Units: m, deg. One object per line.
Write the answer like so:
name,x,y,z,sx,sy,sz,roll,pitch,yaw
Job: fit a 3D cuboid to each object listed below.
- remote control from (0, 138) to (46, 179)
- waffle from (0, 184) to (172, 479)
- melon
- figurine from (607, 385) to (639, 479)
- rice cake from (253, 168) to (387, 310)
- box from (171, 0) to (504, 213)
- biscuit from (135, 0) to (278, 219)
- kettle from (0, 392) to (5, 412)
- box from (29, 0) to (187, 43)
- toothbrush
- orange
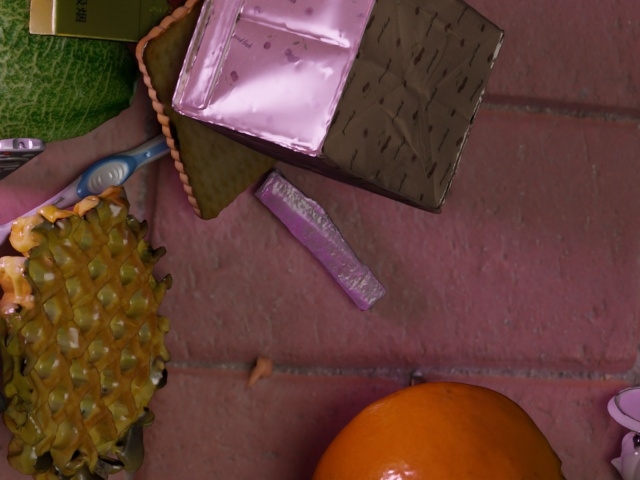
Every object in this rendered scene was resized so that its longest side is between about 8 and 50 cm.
remote control,-0.318,-0.083,1.644,0.050,0.184,0.027,-3,85,-25
waffle,-0.244,0.109,1.691,0.329,0.062,0.329,4,90,-65
melon,-0.320,-0.187,1.661,0.324,0.124,0.196,12,97,-25
figurine,0.415,0.276,2.080,0.132,0.132,0.153,-6,113,-24
rice cake,0.000,0.000,1.883,0.047,0.036,0.206,-44,113,-9
box,0.026,-0.179,1.718,0.297,0.190,0.225,20,89,-59
biscuit,-0.104,-0.157,1.754,0.172,0.029,0.254,-42,139,-25
kettle,-0.454,0.119,1.509,0.320,0.342,0.247,2,99,-17
box,-0.163,-0.285,1.697,0.311,0.043,0.172,-1,98,-50
toothbrush,-0.221,-0.072,1.769,0.386,0.040,0.040,-29,108,-19
orange,0.137,0.312,1.845,0.312,0.312,0.312,-4,98,-25
